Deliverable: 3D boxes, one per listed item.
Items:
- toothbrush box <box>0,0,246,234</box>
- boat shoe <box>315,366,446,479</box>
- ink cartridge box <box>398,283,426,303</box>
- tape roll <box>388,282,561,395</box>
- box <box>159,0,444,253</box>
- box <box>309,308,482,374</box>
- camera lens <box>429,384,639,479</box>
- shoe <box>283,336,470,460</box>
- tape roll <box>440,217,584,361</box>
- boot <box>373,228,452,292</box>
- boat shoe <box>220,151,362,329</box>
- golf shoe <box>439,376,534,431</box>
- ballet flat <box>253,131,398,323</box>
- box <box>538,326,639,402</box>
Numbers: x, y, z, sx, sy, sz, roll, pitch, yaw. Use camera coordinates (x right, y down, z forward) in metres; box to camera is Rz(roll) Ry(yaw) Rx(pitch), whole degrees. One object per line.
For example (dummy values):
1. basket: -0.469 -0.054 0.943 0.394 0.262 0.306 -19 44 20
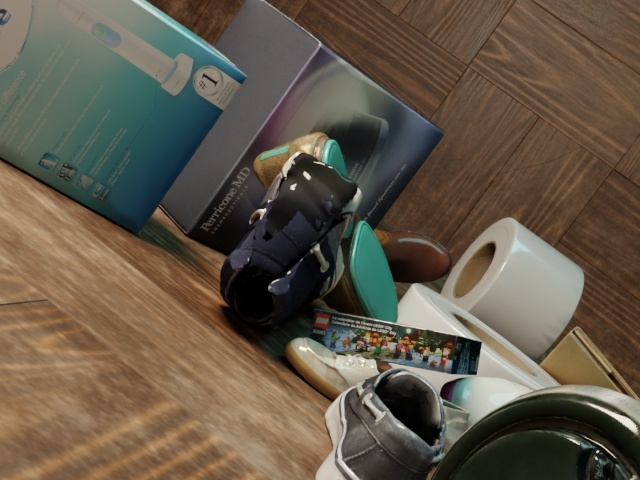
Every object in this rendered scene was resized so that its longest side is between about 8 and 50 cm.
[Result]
1. toothbrush box: -0.266 -0.179 1.247 0.295 0.216 0.126 30 8 -31
2. boat shoe: 0.065 0.162 1.035 0.108 0.102 0.301 36 7 5
3. ink cartridge box: 0.263 0.191 1.925 0.296 0.066 0.261 35 6 -2
4. tape roll: 0.214 0.181 1.626 0.286 0.100 0.286 35 6 -5
5. box: -0.042 -0.118 1.584 0.294 0.296 0.183 27 12 -46
6. box: 0.092 0.119 1.346 0.159 0.044 0.233 10 -4 15
7. camera lens: 0.210 0.233 0.791 0.274 0.219 0.219 30 9 -41
8. shoe: 0.061 0.155 1.231 0.219 0.058 0.076 32 7 -13
9. tape roll: 0.357 0.101 2.226 0.169 0.246 0.246 34 7 -12
10. boot: 0.099 0.034 1.861 0.264 0.096 0.280 20 9 -7
11. boat shoe: -0.053 0.035 1.320 0.127 0.158 0.340 32 -22 8
12. golf shoe: 0.278 0.222 1.385 0.306 0.140 0.115 24 55 -30
13. ballet flat: 0.000 0.000 1.487 0.124 0.116 0.342 -1 -39 22
14. box: 0.379 0.238 1.703 0.164 0.021 0.201 51 -32 17
